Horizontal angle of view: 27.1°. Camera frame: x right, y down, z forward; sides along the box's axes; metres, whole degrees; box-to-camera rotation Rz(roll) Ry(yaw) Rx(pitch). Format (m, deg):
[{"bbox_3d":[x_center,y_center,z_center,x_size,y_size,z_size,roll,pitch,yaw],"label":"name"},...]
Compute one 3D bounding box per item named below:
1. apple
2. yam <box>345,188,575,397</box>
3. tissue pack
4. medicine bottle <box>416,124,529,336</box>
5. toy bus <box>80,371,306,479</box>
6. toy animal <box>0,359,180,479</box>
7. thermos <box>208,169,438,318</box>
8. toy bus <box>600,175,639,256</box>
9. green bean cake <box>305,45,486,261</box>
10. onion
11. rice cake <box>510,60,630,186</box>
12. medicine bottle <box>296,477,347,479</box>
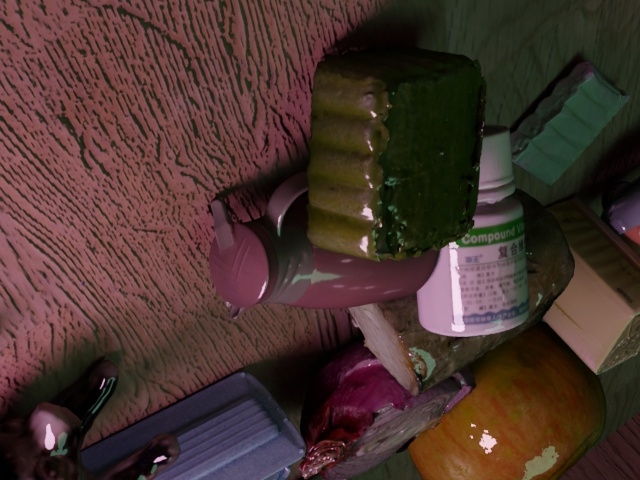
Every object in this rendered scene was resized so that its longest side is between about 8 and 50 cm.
[{"bbox_3d":[0.293,0.286,2.190,0.340,0.339,0.339,-33,155,-18],"label":"apple"},{"bbox_3d":[0.185,0.063,1.785,0.300,0.195,0.195,-29,153,-22],"label":"yam"},{"bbox_3d":[0.416,0.068,2.085,0.125,0.234,0.159,-22,149,-33],"label":"tissue pack"},{"bbox_3d":[0.176,-0.015,1.589,0.139,0.139,0.236,-16,105,-44],"label":"medicine bottle"},{"bbox_3d":[-0.190,0.323,1.724,0.312,0.152,0.190,-25,152,-32],"label":"toy bus"},{"bbox_3d":[-0.344,0.311,1.428,0.303,0.194,0.344,-16,141,-53],"label":"toy animal"},{"bbox_3d":[0.000,0.000,1.476,0.265,0.146,0.176,-8,126,-48],"label":"thermos"},{"bbox_3d":[0.605,-0.052,2.119,0.288,0.232,0.194,-38,-179,-15],"label":"toy bus"},{"bbox_3d":[0.078,-0.090,1.373,0.200,0.113,0.214,-17,112,-49],"label":"green bean cake"},{"bbox_3d":[0.052,0.226,1.891,0.267,0.159,0.349,-44,160,23],"label":"onion"},{"bbox_3d":[0.336,-0.158,1.824,0.189,0.037,0.198,-50,155,19],"label":"rice cake"},{"bbox_3d":[-0.019,0.481,2.266,0.188,0.132,0.088,-38,156,-8],"label":"medicine bottle"}]
